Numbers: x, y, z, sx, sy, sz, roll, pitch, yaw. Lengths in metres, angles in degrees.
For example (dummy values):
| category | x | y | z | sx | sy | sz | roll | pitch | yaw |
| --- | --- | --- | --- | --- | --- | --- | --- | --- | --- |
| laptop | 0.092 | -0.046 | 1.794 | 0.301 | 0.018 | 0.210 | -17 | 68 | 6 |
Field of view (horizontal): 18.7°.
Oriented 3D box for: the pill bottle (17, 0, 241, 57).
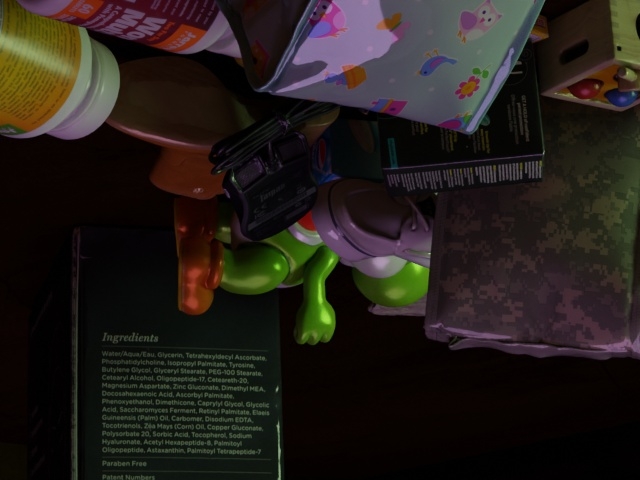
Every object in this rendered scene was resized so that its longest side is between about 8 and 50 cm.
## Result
| category | x | y | z | sx | sy | sz | roll | pitch | yaw |
| --- | --- | --- | --- | --- | --- | --- | --- | --- | --- |
| pill bottle | -0.141 | -0.225 | 1.628 | 0.221 | 0.121 | 0.121 | 12 | 159 | -40 |

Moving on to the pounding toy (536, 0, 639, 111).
| category | x | y | z | sx | sy | sz | roll | pitch | yaw |
| --- | --- | --- | --- | --- | --- | --- | --- | --- | --- |
| pounding toy | 0.291 | -0.176 | 1.892 | 0.130 | 0.100 | 0.141 | 8 | 161 | -33 |

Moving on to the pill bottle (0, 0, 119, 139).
| category | x | y | z | sx | sy | sz | roll | pitch | yaw |
| --- | --- | --- | --- | --- | --- | --- | --- | --- | --- |
| pill bottle | -0.295 | -0.171 | 1.764 | 0.136 | 0.136 | 0.245 | -11 | 162 | 29 |

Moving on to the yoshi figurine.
| category | x | y | z | sx | sy | sz | roll | pitch | yaw |
| --- | --- | --- | --- | --- | --- | --- | --- | --- | --- |
| yoshi figurine | 0.001 | 0.025 | 2.431 | 0.362 | 0.203 | 0.203 | -4 | 180 | -3 |

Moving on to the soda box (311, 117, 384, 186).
| category | x | y | z | sx | sy | sz | roll | pitch | yaw |
| --- | --- | --- | --- | --- | --- | --- | --- | --- | --- |
| soda box | 0.098 | -0.090 | 2.215 | 0.210 | 0.071 | 0.067 | 4 | 161 | -19 |

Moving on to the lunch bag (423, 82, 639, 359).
| category | x | y | z | sx | sy | sz | roll | pitch | yaw |
| --- | --- | --- | --- | --- | --- | --- | --- | --- | --- |
| lunch bag | 0.239 | -0.011 | 2.056 | 0.235 | 0.287 | 0.169 | 6 | 164 | 10 |

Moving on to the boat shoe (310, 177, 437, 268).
| category | x | y | z | sx | sy | sz | roll | pitch | yaw |
| --- | --- | --- | --- | --- | --- | --- | --- | --- | --- |
| boat shoe | 0.096 | -0.022 | 2.158 | 0.088 | 0.096 | 0.267 | -22 | 156 | 34 |

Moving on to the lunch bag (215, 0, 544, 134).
| category | x | y | z | sx | sy | sz | roll | pitch | yaw |
| --- | --- | --- | --- | --- | --- | --- | --- | --- | --- |
| lunch bag | 0.071 | -0.237 | 1.542 | 0.223 | 0.160 | 0.262 | 8 | 128 | -30 |

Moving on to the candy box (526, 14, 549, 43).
| category | x | y | z | sx | sy | sz | roll | pitch | yaw |
| --- | --- | --- | --- | --- | --- | --- | --- | --- | --- |
| candy box | 0.116 | -0.194 | 1.937 | 0.105 | 0.027 | 0.206 | 9 | 161 | -44 |

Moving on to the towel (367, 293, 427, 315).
| category | x | y | z | sx | sy | sz | roll | pitch | yaw |
| --- | --- | --- | --- | --- | --- | --- | --- | --- | --- |
| towel | 0.188 | 0.056 | 2.781 | 0.187 | 0.049 | 0.282 | 2 | 163 | -18 |

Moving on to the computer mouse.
| category | x | y | z | sx | sy | sz | roll | pitch | yaw |
| --- | --- | --- | --- | --- | --- | --- | --- | --- | --- |
| computer mouse | -0.027 | -0.098 | 1.967 | 0.184 | 0.060 | 0.262 | -33 | 161 | -4 |

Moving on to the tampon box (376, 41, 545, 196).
| category | x | y | z | sx | sy | sz | roll | pitch | yaw |
| --- | --- | --- | --- | --- | --- | --- | --- | --- | --- |
| tampon box | 0.138 | -0.119 | 1.931 | 0.161 | 0.120 | 0.101 | -5 | 166 | 4 |

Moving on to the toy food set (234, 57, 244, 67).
| category | x | y | z | sx | sy | sz | roll | pitch | yaw |
| --- | --- | --- | --- | --- | --- | --- | --- | --- | --- |
| toy food set | -0.006 | -0.198 | 1.829 | 0.218 | 0.071 | 0.128 | -12 | 161 | 30 |

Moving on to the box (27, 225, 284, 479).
| category | x | y | z | sx | sy | sz | roll | pitch | yaw |
| --- | --- | --- | --- | --- | --- | --- | --- | --- | --- |
| box | -0.243 | 0.273 | 2.709 | 0.297 | 0.472 | 0.480 | 1 | 163 | -16 |

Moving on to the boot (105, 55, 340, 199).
| category | x | y | z | sx | sy | sz | roll | pitch | yaw |
| --- | --- | --- | --- | --- | --- | --- | --- | --- | --- |
| boot | -0.143 | -0.104 | 2.061 | 0.295 | 0.104 | 0.211 | 1 | 159 | -32 |
